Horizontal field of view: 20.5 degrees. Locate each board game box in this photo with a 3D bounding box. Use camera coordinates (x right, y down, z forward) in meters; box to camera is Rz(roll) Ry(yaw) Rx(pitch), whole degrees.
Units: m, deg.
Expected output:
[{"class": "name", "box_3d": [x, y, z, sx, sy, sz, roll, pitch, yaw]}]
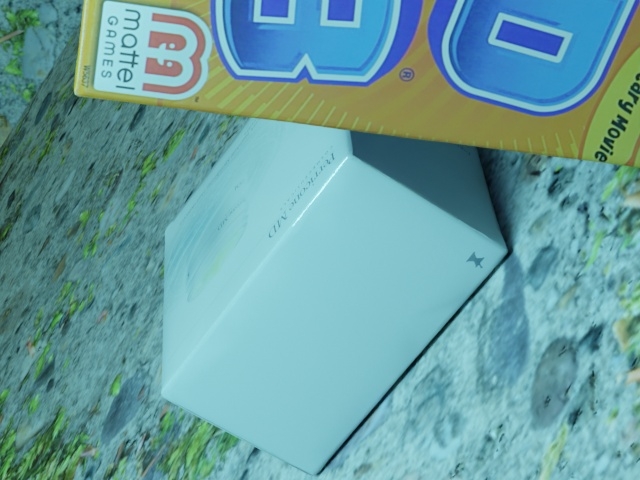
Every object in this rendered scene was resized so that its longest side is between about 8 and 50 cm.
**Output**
[{"class": "board game box", "box_3d": [0.063, -0.295, 1.023, 0.356, 0.357, 0.356, -94, 13, -58]}]

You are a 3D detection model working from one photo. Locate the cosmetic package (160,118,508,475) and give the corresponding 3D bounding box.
[{"class": "cosmetic package", "box_3d": [0.000, 0.000, 1.259, 0.224, 0.138, 0.224, -51, 23, 22]}]
